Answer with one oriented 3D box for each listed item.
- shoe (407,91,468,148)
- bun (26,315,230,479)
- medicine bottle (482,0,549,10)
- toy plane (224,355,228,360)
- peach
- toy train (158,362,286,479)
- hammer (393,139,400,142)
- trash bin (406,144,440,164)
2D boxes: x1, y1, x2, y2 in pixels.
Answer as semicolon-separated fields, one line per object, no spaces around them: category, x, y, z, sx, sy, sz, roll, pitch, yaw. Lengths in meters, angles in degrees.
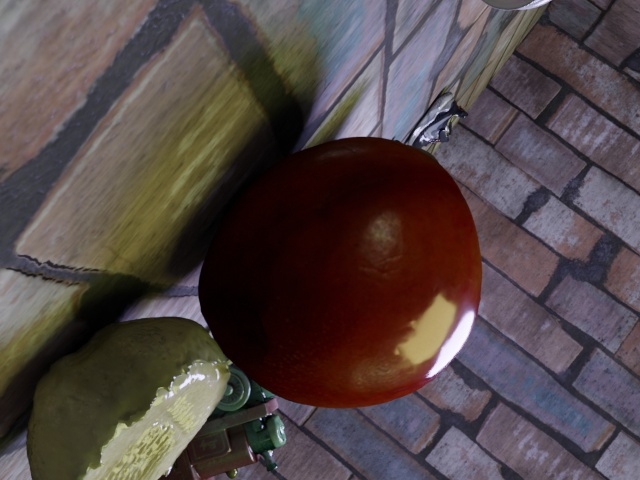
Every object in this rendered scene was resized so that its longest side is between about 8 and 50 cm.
shoe;0.365;-0.351;2.061;0.227;0.112;0.099;-57;173;21
bun;-0.231;0.186;0.758;0.259;0.152;0.259;-45;159;-23
medicine bottle;0.349;-0.477;1.093;0.293;0.170;0.170;-45;170;-51
toy plane;-0.129;0.171;1.442;0.267;0.123;0.267;-53;175;-7
peach;0.022;0.047;0.906;0.388;0.388;0.388;-51;173;-9
toy train;-0.207;0.369;1.296;0.304;0.221;0.150;-20;171;6
hammer;0.091;-0.104;1.842;0.427;0.044;0.152;-54;172;5
trash bin;0.077;-0.037;1.188;0.243;0.121;0.247;-6;135;-16
